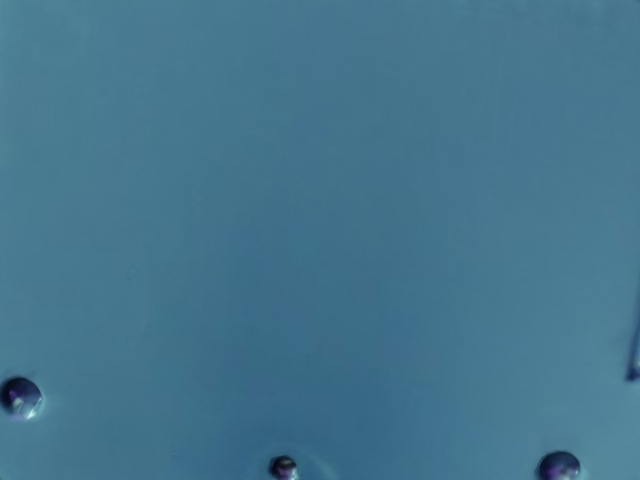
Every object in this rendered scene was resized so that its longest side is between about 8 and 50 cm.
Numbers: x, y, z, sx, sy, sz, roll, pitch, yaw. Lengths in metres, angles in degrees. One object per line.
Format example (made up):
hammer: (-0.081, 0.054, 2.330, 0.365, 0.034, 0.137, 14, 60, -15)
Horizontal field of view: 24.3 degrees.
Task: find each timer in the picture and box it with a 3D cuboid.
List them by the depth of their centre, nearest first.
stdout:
timer: (0.000, 0.000, 0.676, 0.395, 0.173, 0.395, 1, 106, 4)
